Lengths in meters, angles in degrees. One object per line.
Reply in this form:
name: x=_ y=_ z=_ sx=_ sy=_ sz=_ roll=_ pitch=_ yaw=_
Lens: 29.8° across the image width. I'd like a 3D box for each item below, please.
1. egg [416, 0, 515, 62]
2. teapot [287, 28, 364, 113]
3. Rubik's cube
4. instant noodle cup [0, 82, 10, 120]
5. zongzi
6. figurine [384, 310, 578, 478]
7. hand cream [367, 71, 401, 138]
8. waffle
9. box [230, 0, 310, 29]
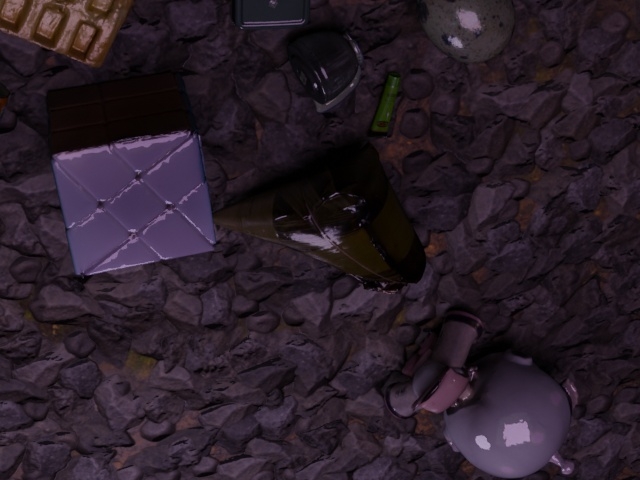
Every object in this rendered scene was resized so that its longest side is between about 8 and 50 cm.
egg: x=0.227 y=-0.363 z=1.905 sx=0.182 sy=0.141 sz=0.141 roll=37 pitch=107 yaw=-27
teapot: x=0.022 y=-0.274 z=1.928 sx=0.108 sy=0.111 sz=0.149 roll=-32 pitch=120 yaw=-11
Rubik's cube: x=-0.297 y=-0.106 z=1.873 sx=0.221 sy=0.224 sz=0.231 roll=-11 pitch=124 yaw=-9
instant noodle cup: x=-0.576 y=-0.174 z=1.767 sx=0.230 sy=0.230 sz=0.182 roll=23 pitch=105 yaw=-27
zongzi: x=0.000 y=0.000 z=2.098 sx=0.318 sy=0.154 sz=0.289 roll=-15 pitch=131 yaw=18
figurine: x=0.317 y=0.328 z=2.332 sx=0.361 sy=0.211 sz=0.253 roll=31 pitch=120 yaw=-22
hand cream: x=0.110 y=-0.227 z=2.033 sx=0.036 sy=0.023 sz=0.122 roll=2 pitch=125 yaw=-21
waffle: x=-0.411 y=-0.373 z=1.771 sx=0.274 sy=0.057 sz=0.168 roll=21 pitch=114 yaw=-26
box: x=-0.077 y=-0.374 z=1.879 sx=0.126 sy=0.031 sz=0.091 roll=-3 pitch=122 yaw=-12
